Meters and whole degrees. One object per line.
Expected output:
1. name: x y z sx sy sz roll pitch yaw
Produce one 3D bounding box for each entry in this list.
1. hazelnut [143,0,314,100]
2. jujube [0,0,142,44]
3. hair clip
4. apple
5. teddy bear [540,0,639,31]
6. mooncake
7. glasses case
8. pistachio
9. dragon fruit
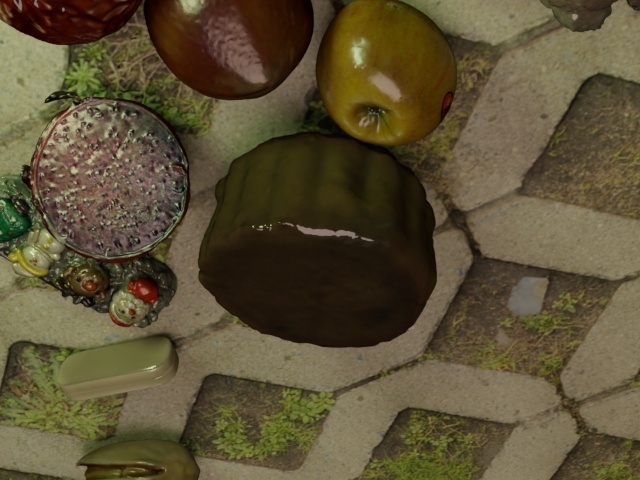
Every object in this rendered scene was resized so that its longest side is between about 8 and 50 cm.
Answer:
1. hazelnut: -0.103 -0.252 1.109 0.208 0.208 0.208 0 126 0
2. jujube: -0.284 -0.333 1.053 0.213 0.213 0.232 31 130 -20
3. hair clip: -0.366 0.036 1.395 0.321 0.091 0.138 32 117 -22
4. apple: 0.080 -0.204 1.168 0.183 0.155 0.182 15 155 7
5. teddy bear: 0.337 -0.360 1.040 0.267 0.151 0.236 -33 118 3
6. mooncake: 0.001 0.001 1.273 0.324 0.187 0.324 7 145 5
7. glasses case: -0.328 0.208 1.523 0.196 0.083 0.050 -11 124 10
8. pistachio: -0.322 0.414 1.648 0.223 0.126 0.152 -2 161 3
9. dragon fruit: -0.281 -0.085 1.294 0.224 0.148 0.218 19 93 -2
